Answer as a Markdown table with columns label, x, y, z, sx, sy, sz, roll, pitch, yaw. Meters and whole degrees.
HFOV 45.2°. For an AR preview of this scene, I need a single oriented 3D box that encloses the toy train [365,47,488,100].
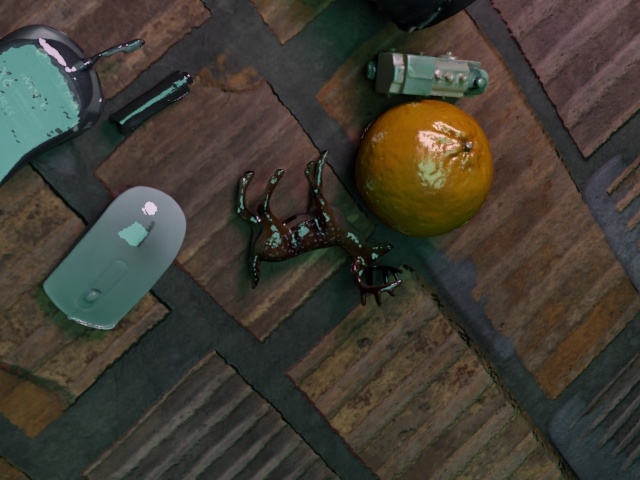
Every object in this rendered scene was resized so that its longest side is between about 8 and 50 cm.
| label | x | y | z | sx | sy | sz | roll | pitch | yaw |
| --- | --- | --- | --- | --- | --- | --- | --- | --- | --- |
| toy train | 0.171 | -0.256 | 1.201 | 0.194 | 0.125 | 0.080 | -1 | 105 | -22 |

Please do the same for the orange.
| label | x | y | z | sx | sy | sz | roll | pitch | yaw |
| --- | --- | --- | --- | --- | --- | --- | --- | --- | --- |
| orange | 0.163 | -0.112 | 1.199 | 0.220 | 0.193 | 0.219 | 0 | 89 | -10 |

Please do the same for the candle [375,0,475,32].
| label | x | y | z | sx | sy | sz | roll | pitch | yaw |
| --- | --- | --- | --- | --- | --- | --- | --- | --- | --- |
| candle | 0.097 | -0.475 | 1.069 | 0.342 | 0.221 | 0.221 | 44 | 83 | -23 |

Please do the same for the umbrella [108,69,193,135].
| label | x | y | z | sx | sy | sz | roll | pitch | yaw |
| --- | --- | --- | --- | --- | --- | --- | --- | --- | --- |
| umbrella | -0.239 | -0.196 | 1.096 | 0.133 | 0.031 | 0.036 | -37 | 135 | -12 |

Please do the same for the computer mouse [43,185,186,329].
| label | x | y | z | sx | sy | sz | roll | pitch | yaw |
| --- | --- | --- | --- | --- | --- | --- | --- | --- | --- |
| computer mouse | -0.289 | 0.025 | 1.102 | 0.128 | 0.079 | 0.230 | 35 | 90 | -23 |

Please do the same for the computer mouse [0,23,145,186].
| label | x | y | z | sx | sy | sz | roll | pitch | yaw |
| --- | --- | --- | --- | --- | --- | --- | --- | --- | --- |
| computer mouse | -0.398 | -0.176 | 1.005 | 0.379 | 0.090 | 0.167 | -32 | 112 | -19 |

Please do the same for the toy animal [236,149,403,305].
| label | x | y | z | sx | sy | sz | roll | pitch | yaw |
| --- | --- | --- | --- | --- | --- | --- | --- | --- | --- |
| toy animal | -0.002 | -0.006 | 1.222 | 0.244 | 0.087 | 0.259 | -13 | 109 | -5 |
